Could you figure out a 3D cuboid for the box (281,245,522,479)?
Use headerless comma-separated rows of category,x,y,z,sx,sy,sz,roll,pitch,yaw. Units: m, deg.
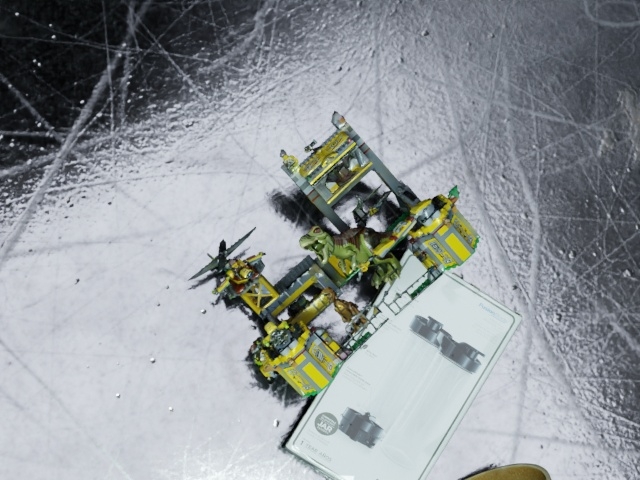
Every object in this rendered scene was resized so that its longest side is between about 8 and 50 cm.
box,0.099,0.173,1.853,0.169,0.087,0.290,31,80,1

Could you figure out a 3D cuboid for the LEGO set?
LEGO set,0.000,0.000,1.773,0.331,0.255,0.192,-39,114,8

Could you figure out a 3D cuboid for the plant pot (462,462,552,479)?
plant pot,0.222,0.430,1.774,0.237,0.237,0.254,-32,100,-9
